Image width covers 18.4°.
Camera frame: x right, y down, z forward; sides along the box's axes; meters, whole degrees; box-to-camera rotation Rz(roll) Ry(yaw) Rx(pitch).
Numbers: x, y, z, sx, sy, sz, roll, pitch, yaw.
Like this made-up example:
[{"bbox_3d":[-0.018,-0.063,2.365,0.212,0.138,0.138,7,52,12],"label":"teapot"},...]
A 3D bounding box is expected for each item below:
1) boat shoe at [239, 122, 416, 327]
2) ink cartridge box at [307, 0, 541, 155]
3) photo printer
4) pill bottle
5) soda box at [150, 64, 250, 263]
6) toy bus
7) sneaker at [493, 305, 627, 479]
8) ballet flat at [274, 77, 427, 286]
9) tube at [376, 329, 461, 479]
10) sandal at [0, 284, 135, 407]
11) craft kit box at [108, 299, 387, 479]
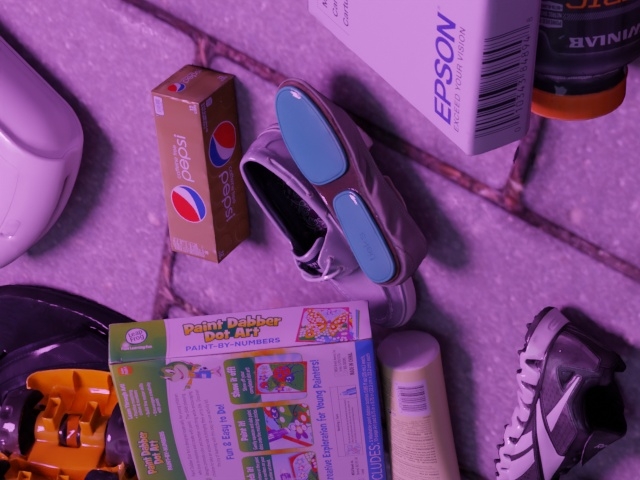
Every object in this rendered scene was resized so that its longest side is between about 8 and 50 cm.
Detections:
[{"bbox_3d":[0.000,-0.001,1.845,0.079,0.081,0.227,-27,102,45],"label":"boat shoe"},{"bbox_3d":[0.052,-0.281,1.509,0.330,0.071,0.324,44,146,40],"label":"ink cartridge box"},{"bbox_3d":[-0.391,-0.120,2.040,0.307,0.107,0.256,44,137,2],"label":"photo printer"},{"bbox_3d":[0.194,-0.215,1.509,0.130,0.130,0.245,17,130,27],"label":"pill bottle"},{"bbox_3d":[-0.113,-0.072,1.896,0.058,0.061,0.181,16,128,28],"label":"soda box"},{"bbox_3d":[-0.256,0.273,2.029,0.149,0.220,0.211,5,132,13],"label":"toy bus"},{"bbox_3d":[0.224,0.175,1.804,0.106,0.078,0.234,25,130,24],"label":"sneaker"},{"bbox_3d":[0.029,-0.059,1.794,0.072,0.068,0.213,-21,101,46],"label":"ballet flat"},{"bbox_3d":[0.097,0.196,1.937,0.070,0.062,0.240,-119,16,-53],"label":"tube"},{"bbox_3d":[-0.241,0.159,2.126,0.446,0.107,0.167,13,128,29],"label":"sandal"},{"bbox_3d":[-0.065,0.164,1.906,0.247,0.061,0.250,-7,138,-1],"label":"craft kit box"}]
